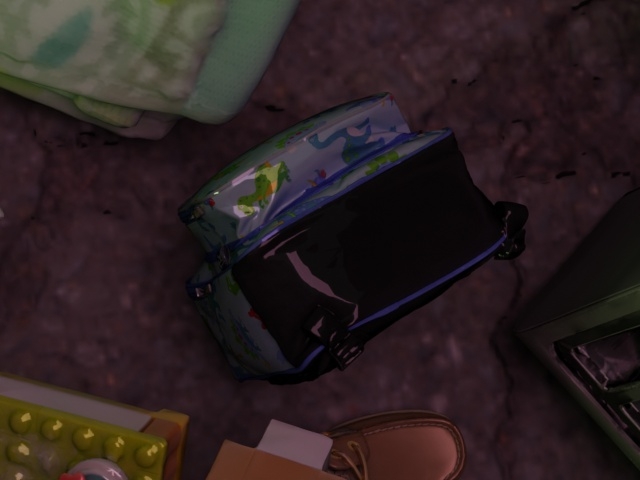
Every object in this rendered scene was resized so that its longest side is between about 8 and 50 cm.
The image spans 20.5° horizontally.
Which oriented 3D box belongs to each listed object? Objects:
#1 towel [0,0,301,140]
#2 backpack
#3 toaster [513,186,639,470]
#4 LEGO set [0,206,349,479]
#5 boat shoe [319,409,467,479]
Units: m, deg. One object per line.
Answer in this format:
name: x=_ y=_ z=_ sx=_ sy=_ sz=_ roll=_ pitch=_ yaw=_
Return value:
towel: x=-0.113 y=-0.216 z=0.544 sx=0.320 sy=0.374 sz=0.090 roll=22 pitch=41 yaw=-11
backpack: x=0.000 y=0.000 z=0.651 sx=0.105 sy=0.114 sz=0.084 roll=-32 pitch=89 yaw=-21
toaster: x=0.185 y=0.049 z=0.661 sx=0.168 sy=0.185 sz=0.110 roll=47 pitch=67 yaw=-4
LEGO set: x=-0.127 y=0.043 z=0.579 sx=0.287 sy=0.107 sz=0.132 roll=47 pitch=112 yaw=-1
boat shoe: x=-0.001 y=0.099 z=0.670 sx=0.135 sy=0.045 sz=0.050 roll=-20 pitch=87 yaw=-18
